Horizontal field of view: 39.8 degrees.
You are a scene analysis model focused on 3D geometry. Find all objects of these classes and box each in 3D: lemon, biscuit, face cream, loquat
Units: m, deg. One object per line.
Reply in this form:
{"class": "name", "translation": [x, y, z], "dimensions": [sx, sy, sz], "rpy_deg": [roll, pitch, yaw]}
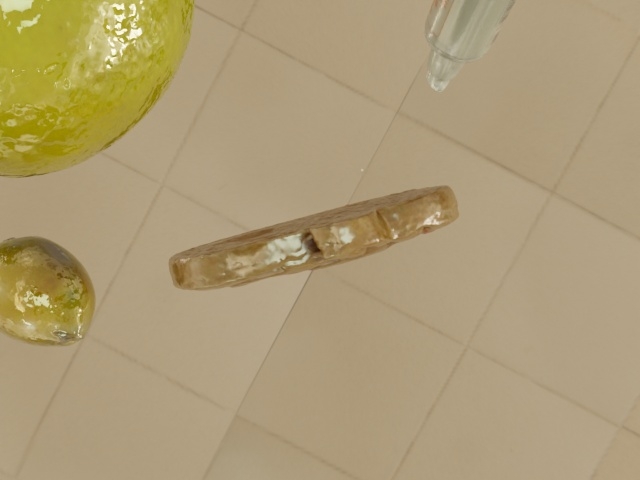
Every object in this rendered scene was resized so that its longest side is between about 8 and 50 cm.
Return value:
{"class": "lemon", "translation": [-0.171, -0.142, 0.538], "dimensions": [0.184, 0.184, 0.248], "rpy_deg": [46, 57, -1]}
{"class": "biscuit", "translation": [0.000, 0.001, 1.080], "dimensions": [0.367, 0.314, 0.063], "rpy_deg": [-15, 96, -16]}
{"class": "face cream", "translation": [0.196, -0.301, 1.215], "dimensions": [0.101, 0.252, 0.101], "rpy_deg": [6, 59, -10]}
{"class": "loquat", "translation": [-0.395, 0.075, 1.238], "dimensions": [0.152, 0.152, 0.195], "rpy_deg": [-43, 72, 5]}
